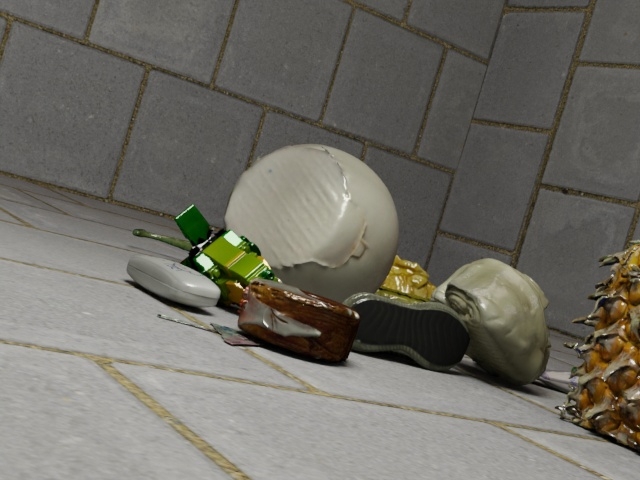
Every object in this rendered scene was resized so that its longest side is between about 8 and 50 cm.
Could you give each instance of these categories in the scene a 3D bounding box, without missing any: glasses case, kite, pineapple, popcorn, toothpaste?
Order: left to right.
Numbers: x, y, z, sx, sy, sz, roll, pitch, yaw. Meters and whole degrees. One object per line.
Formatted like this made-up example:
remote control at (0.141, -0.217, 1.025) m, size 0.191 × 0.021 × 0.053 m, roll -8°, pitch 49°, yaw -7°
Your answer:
glasses case at (-0.210, 0.056, 1.391) m, size 0.076 × 0.049 × 0.197 m, roll 16°, pitch 1°, yaw -35°
kite at (-0.124, 0.111, 1.200) m, size 0.152 × 0.005 × 0.137 m, roll 15°, pitch 1°, yaw -18°
popcorn at (0.141, 0.099, 2.040) m, size 0.163 × 0.140 × 0.194 m, roll 22°, pitch -4°, yaw -36°
toothpaste at (0.413, 0.236, 1.690) m, size 0.300 × 0.048 × 0.075 m, roll 14°, pitch 5°, yaw 5°
pineapple at (0.508, 0.150, 1.329) m, size 0.352 × 0.300 × 0.352 m, roll 11°, pitch -2°, yaw 0°

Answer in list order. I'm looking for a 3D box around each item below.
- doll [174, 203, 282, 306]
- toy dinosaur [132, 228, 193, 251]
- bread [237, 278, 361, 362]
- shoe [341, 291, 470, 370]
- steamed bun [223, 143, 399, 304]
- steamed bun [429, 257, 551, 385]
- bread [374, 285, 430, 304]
doll at (-0.131, 0.043, 1.465) m, size 0.186 × 0.106 × 0.134 m, roll 34°, pitch -31°, yaw 29°
toy dinosaur at (-0.141, 0.051, 2.059) m, size 0.300 × 0.087 × 0.447 m, roll 9°, pitch -6°, yaw 41°
bread at (-0.028, 0.101, 1.254) m, size 0.160 × 0.073 × 0.160 m, roll 16°, pitch 1°, yaw 0°
shoe at (0.110, 0.130, 1.468) m, size 0.227 × 0.099 × 0.112 m, roll 15°, pitch -6°, yaw -27°
steamed bun at (0.000, 0.000, 1.678) m, size 0.309 × 0.309 × 0.309 m, roll 16°, pitch 2°, yaw 0°
steamed bun at (0.286, 0.115, 1.563) m, size 0.218 × 0.144 × 0.211 m, roll 52°, pitch -10°, yaw -24°
bread at (0.172, 0.141, 1.887) m, size 0.361 × 0.077 × 0.138 m, roll 16°, pitch 2°, yaw 1°
